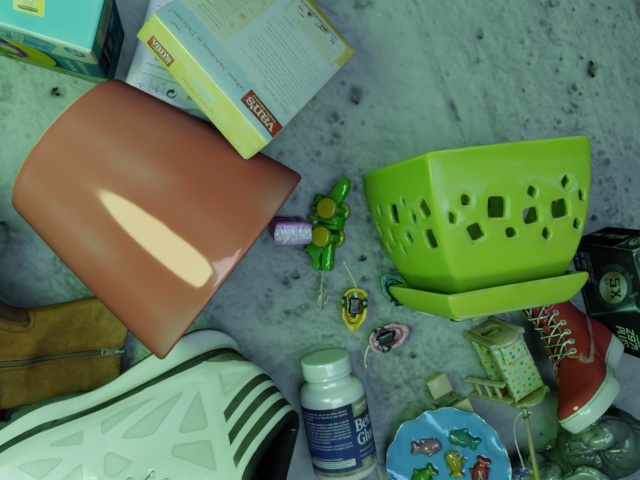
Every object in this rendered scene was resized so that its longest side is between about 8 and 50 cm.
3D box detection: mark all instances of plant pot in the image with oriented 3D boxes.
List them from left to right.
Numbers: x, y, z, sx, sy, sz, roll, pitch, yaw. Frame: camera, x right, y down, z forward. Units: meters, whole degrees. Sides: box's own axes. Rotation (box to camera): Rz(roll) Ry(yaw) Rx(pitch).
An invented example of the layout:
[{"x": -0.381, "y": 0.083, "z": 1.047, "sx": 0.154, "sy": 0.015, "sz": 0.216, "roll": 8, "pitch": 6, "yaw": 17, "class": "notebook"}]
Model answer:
[{"x": -0.197, "y": -0.040, "z": 0.761, "sx": 0.243, "sy": 0.275, "sz": 0.274, "roll": 37, "pitch": 86, "yaw": -4, "class": "plant pot"}, {"x": 0.205, "y": -0.012, "z": 0.853, "sx": 0.229, "sy": 0.227, "sz": 0.207, "roll": -7, "pitch": 91, "yaw": -15, "class": "plant pot"}]

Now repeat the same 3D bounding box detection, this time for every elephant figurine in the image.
[{"x": 0.383, "y": 0.355, "z": 0.995, "sx": 0.169, "sy": 0.186, "sz": 0.239, "roll": 16, "pitch": 103, "yaw": -48, "class": "elephant figurine"}]

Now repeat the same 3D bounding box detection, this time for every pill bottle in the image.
[{"x": 0.022, "y": 0.244, "z": 0.909, "sx": 0.094, "sy": 0.094, "sz": 0.169, "roll": -13, "pitch": 98, "yaw": -13, "class": "pill bottle"}]

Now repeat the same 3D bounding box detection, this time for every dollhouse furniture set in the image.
[{"x": 0.219, "y": 0.175, "z": 0.948, "sx": 0.161, "sy": 0.101, "sz": 0.181, "roll": -29, "pitch": 101, "yaw": -10, "class": "dollhouse furniture set"}]

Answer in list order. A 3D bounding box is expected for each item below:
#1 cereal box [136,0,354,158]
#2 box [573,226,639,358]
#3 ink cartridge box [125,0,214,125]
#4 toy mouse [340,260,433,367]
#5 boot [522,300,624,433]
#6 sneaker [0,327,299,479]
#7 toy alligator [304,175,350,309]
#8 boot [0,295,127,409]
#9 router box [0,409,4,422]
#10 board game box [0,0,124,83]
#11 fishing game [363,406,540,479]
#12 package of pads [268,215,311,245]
[{"x": -0.072, "y": -0.224, "z": 0.741, "sx": 0.173, "sy": 0.047, "sz": 0.240, "roll": 49, "pitch": 46, "yaw": -14, "class": "cereal box"}, {"x": 0.475, "y": 0.079, "z": 0.980, "sx": 0.078, "sy": 0.147, "sz": 0.180, "roll": -20, "pitch": 100, "yaw": -12, "class": "box"}, {"x": -0.123, "y": -0.308, "z": 0.842, "sx": 0.186, "sy": 0.065, "sz": 0.310, "roll": 16, "pitch": 93, "yaw": -15, "class": "ink cartridge box"}, {"x": 0.098, "y": 0.106, "z": 0.948, "sx": 0.143, "sy": 0.031, "sz": 0.160, "roll": -1, "pitch": 95, "yaw": -13, "class": "toy mouse"}, {"x": 0.334, "y": 0.149, "z": 0.916, "sx": 0.176, "sy": 0.244, "sz": 0.088, "roll": 46, "pitch": 123, "yaw": 5, "class": "boot"}, {"x": -0.216, "y": 0.281, "z": 0.707, "sx": 0.448, "sy": 0.258, "sz": 0.169, "roll": -32, "pitch": 128, "yaw": -27, "class": "sneaker"}, {"x": 0.000, "y": 0.000, "z": 0.908, "sx": 0.051, "sy": 0.056, "sz": 0.189, "roll": 14, "pitch": 94, "yaw": 27, "class": "toy alligator"}, {"x": -0.337, "y": 0.079, "z": 0.737, "sx": 0.281, "sy": 0.096, "sz": 0.263, "roll": 1, "pitch": 94, "yaw": -46, "class": "boot"}, {"x": -0.570, "y": 0.245, "z": 0.770, "sx": 0.336, "sy": 0.082, "sz": 0.300, "roll": 6, "pitch": 94, "yaw": -14, "class": "router box"}, {"x": -0.392, "y": -0.262, "z": 0.681, "sx": 0.336, "sy": 0.254, "sz": 0.079, "roll": 14, "pitch": 92, "yaw": -14, "class": "board game box"}, {"x": 0.187, "y": 0.339, "z": 0.945, "sx": 0.264, "sy": 0.041, "sz": 0.189, "roll": -7, "pitch": 99, "yaw": 8, "class": "fishing game"}, {"x": -0.043, "y": -0.014, "z": 0.877, "sx": 0.050, "sy": 0.083, "sz": 0.031, "roll": 1, "pitch": 99, "yaw": -11, "class": "package of pads"}]
